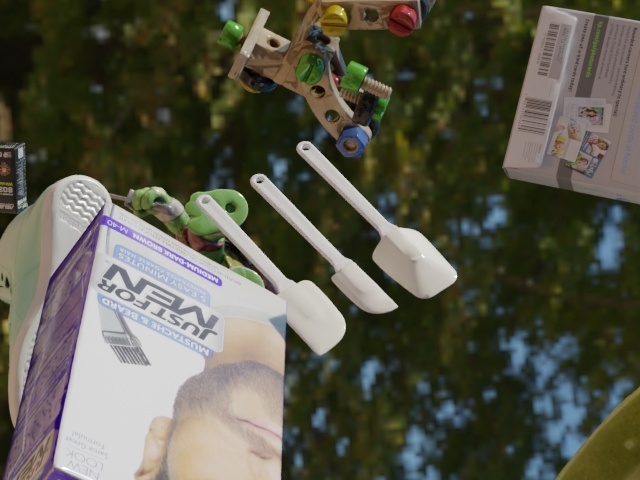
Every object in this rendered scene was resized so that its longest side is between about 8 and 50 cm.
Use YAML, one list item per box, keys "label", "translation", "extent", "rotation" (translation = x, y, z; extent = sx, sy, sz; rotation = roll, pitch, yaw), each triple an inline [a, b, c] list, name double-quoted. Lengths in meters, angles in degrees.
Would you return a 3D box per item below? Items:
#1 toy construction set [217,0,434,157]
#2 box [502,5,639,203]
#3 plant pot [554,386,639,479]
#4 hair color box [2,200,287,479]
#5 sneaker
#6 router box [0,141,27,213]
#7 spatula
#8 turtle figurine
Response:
- label: "toy construction set"
  translation: [0.010, -0.289, 2.238]
  extent: [0.257, 0.237, 0.309]
  rotation: [110, 4, -64]
- label: "box"
  translation: [0.257, -0.105, 1.430]
  extent: [0.038, 0.186, 0.145]
  rotation: [42, 61, -71]
- label: "plant pot"
  translation: [0.328, 0.285, 1.473]
  extent: [0.276, 0.254, 0.276]
  rotation: [-53, -178, 3]
- label: "hair color box"
  translation: [-0.129, 0.133, 1.341]
  extent: [0.110, 0.185, 0.339]
  rotation: [-50, -159, 28]
- label: "sneaker"
  translation: [-0.261, 0.078, 1.661]
  extent: [0.151, 0.094, 0.256]
  rotation: [-24, -125, 56]
- label: "router box"
  translation: [-0.462, -0.088, 2.374]
  extent: [0.038, 0.122, 0.092]
  rotation: [-52, 144, -69]
- label: "spatula"
  translation: [0.000, 0.000, 1.687]
  extent: [0.242, 0.168, 0.019]
  rotation: [46, -22, 37]
- label: "turtle figurine"
  translation: [-0.175, 0.043, 1.946]
  extent: [0.198, 0.274, 0.266]
  rotation: [-69, -169, -20]
